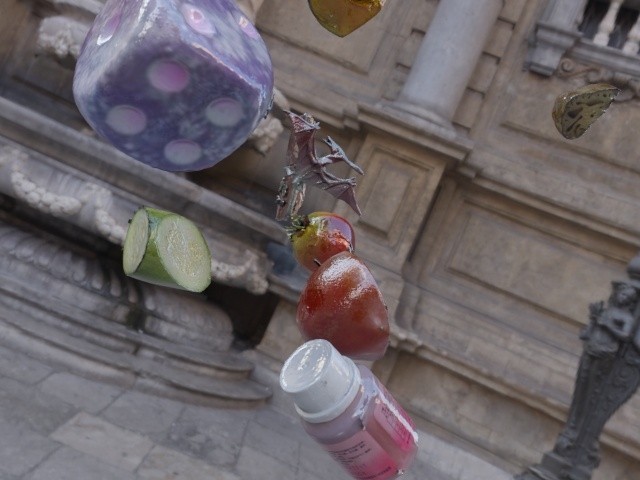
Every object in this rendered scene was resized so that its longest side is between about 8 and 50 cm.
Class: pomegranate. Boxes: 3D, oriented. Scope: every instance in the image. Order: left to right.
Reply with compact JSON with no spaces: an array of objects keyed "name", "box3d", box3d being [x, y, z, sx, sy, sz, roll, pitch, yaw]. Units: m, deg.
[{"name":"pomegranate","box3d":[0.000,0.000,1.859,0.235,0.210,0.210,39,-9,-21]}]

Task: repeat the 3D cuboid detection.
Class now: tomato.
[{"name":"tomato","box3d":[0.033,0.185,1.405,0.170,0.309,0.309,-16,9,-17]}]

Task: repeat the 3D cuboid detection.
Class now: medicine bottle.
[{"name":"medicine bottle","box3d":[0.045,0.273,0.931,0.247,0.147,0.147,52,-17,-26]}]

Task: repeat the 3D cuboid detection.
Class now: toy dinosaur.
[{"name":"toy dinosaur","box3d":[-0.001,-0.122,0.959,0.220,0.108,0.032,55,12,-8]}]

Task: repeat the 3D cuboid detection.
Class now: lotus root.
[{"name":"lotus root","box3d":[0.638,-0.338,1.456,0.095,0.159,0.135,32,16,-16]}]

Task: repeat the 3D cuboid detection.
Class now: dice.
[{"name":"dice","box3d":[-0.264,-0.310,1.066,0.271,0.270,0.270,29,37,-41]}]

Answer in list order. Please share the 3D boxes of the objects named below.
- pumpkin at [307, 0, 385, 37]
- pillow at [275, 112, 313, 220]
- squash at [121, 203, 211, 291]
[{"name":"pumpkin","box3d":[0.080,-0.756,1.637,0.256,0.226,0.303,0,-42,21]},{"name":"pillow","box3d":[-0.057,-0.155,1.248,0.043,0.233,0.126,10,-3,-19]},{"name":"squash","box3d":[-0.351,0.029,1.472,0.260,0.190,0.189,16,2,-35]}]
